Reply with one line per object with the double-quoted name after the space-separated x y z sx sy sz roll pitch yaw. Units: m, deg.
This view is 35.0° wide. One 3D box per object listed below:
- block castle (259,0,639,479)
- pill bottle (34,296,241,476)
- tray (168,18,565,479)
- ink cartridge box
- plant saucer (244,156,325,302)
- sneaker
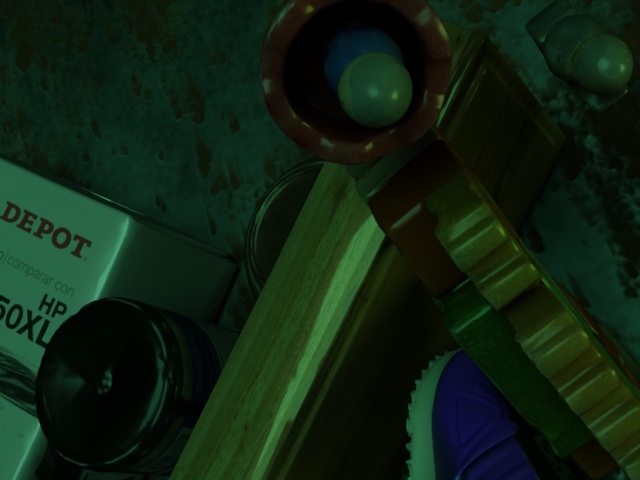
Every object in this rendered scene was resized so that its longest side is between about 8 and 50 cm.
0.202 -0.031 0.531 0.303 0.453 0.213 -38 23 11 "block castle"
-0.103 0.123 0.787 0.123 0.219 0.123 -8 72 26 "pill bottle"
0.036 0.065 0.738 0.076 0.203 0.411 25 89 31 "tray"
-0.296 0.131 0.920 0.285 0.166 0.395 22 87 31 "ink cartridge box"
0.000 0.000 0.879 0.168 0.029 0.168 -7 73 26 "plant saucer"
0.131 0.178 0.660 0.146 0.102 0.293 -8 32 18 "sneaker"
